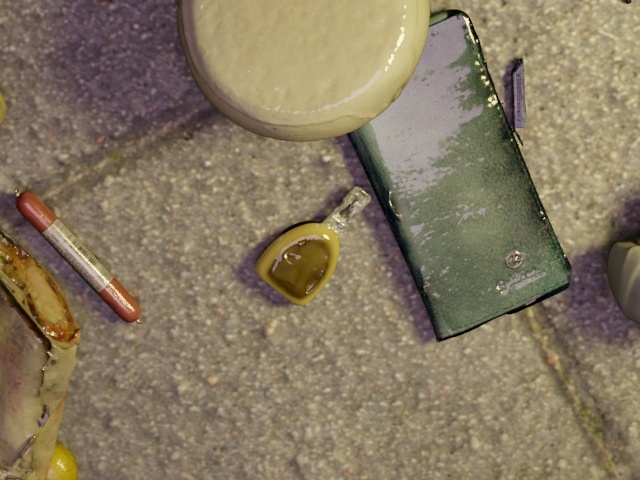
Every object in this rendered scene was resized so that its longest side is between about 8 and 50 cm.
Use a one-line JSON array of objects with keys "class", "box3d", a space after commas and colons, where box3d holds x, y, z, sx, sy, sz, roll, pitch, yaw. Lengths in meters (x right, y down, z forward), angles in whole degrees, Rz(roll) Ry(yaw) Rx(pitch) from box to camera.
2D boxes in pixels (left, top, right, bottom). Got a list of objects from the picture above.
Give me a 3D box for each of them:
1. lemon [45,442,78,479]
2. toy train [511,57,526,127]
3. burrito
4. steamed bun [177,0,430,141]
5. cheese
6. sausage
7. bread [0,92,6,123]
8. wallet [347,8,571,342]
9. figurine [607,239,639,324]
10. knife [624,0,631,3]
[{"class": "lemon", "box3d": [-0.332, 0.280, 2.062, 0.062, 0.062, 0.083, -26, 104, 5]}, {"class": "toy train", "box3d": [0.235, -0.175, 1.981, 0.017, 0.017, 0.083, -2, 107, 5]}, {"class": "burrito", "box3d": [-0.371, 0.153, 1.993, 0.175, 0.107, 0.348, 13, 103, 10]}, {"class": "steamed bun", "box3d": [-0.016, -0.246, 1.856, 0.283, 0.177, 0.283, -1, 85, 6]}, {"class": "cheese", "box3d": [0.000, 0.000, 2.010, 0.086, 0.036, 0.162, 39, 101, -14]}, {"class": "sausage", "box3d": [-0.289, 0.020, 2.004, 0.029, 0.029, 0.223, -39, 105, 8]}, {"class": "bread", "box3d": [-0.475, -0.181, 1.895, 0.236, 0.106, 0.140, 39, 102, -12]}, {"class": "wallet", "box3d": [0.154, -0.075, 1.991, 0.190, 0.046, 0.379, -23, 107, 5]}, {"class": "figurine", "box3d": [0.451, 0.006, 1.990, 0.176, 0.133, 0.236, 29, 97, -30]}, {"class": "knife", "box3d": [0.306, -0.407, 1.912, 0.044, 0.026, 0.297, -25, 107, 17]}]
